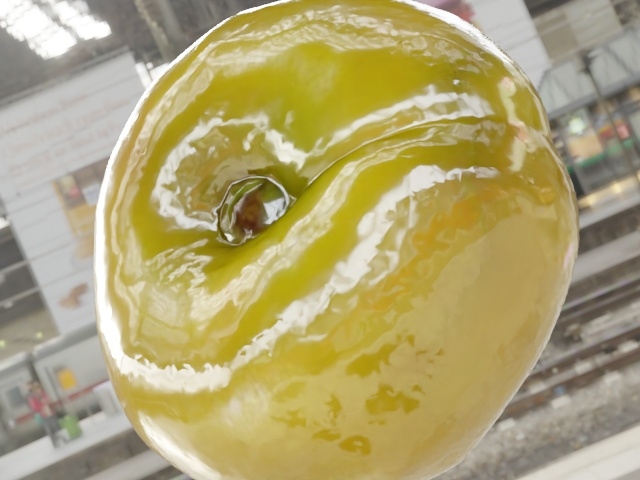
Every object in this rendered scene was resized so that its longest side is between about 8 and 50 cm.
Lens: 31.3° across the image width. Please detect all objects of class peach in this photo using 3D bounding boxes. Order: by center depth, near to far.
[{"bbox_3d":[0.000,0.000,0.533,0.251,0.251,0.153,-25,-29,25],"label":"peach"}]
